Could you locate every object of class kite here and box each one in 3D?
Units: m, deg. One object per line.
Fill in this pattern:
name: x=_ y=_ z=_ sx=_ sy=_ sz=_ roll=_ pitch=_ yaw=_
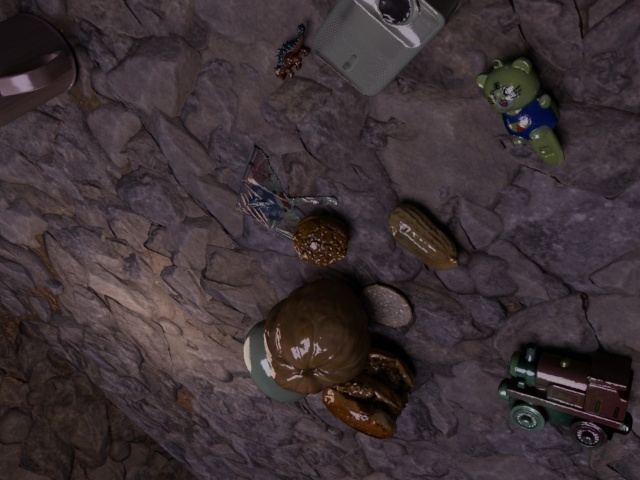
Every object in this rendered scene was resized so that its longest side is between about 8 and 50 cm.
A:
kite: x=-0.096 y=-0.094 z=1.611 sx=0.314 sy=0.011 sz=0.335 roll=-3 pitch=129 yaw=35

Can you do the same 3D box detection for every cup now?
cup: x=-0.719 y=-0.378 z=1.535 sx=0.288 sy=0.273 sz=0.208 roll=27 pitch=133 yaw=10

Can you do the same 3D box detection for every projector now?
projector: x=0.121 y=-0.379 z=1.060 sx=0.163 sy=0.177 sz=0.242 roll=39 pitch=139 yaw=-9

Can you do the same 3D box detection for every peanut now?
peanut: x=0.225 y=-0.001 z=1.438 sx=0.194 sy=0.083 sz=0.093 roll=43 pitch=139 yaw=-12

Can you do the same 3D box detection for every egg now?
egg: x=-0.115 y=0.350 z=1.916 sx=0.203 sy=0.203 sz=0.282 roll=-6 pitch=125 yaw=37

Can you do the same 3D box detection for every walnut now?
walnut: x=-0.004 y=0.243 z=1.688 sx=0.285 sy=0.285 sz=0.296 roll=28 pitch=132 yaw=6

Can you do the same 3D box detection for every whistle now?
whistle: x=0.355 y=-0.220 z=1.135 sx=0.105 sy=0.085 sz=0.227 roll=-10 pitch=125 yaw=50

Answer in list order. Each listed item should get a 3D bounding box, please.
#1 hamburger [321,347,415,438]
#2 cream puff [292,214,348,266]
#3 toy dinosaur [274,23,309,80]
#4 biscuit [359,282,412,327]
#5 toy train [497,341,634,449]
hamburger: x=0.124 y=0.407 z=1.789 sx=0.245 sy=0.211 sz=0.260 roll=21 pitch=156 yaw=8
cream puff: x=0.001 y=0.004 z=1.564 sx=0.144 sy=0.103 sz=0.126 roll=-17 pitch=129 yaw=30
toy dinosaur: x=-0.056 y=-0.365 z=1.288 sx=0.055 sy=0.049 sz=0.154 roll=37 pitch=145 yaw=0
biscuit: x=0.168 y=0.169 z=1.692 sx=0.152 sy=0.020 sz=0.152 roll=19 pitch=139 yaw=17
toy train: x=0.569 y=0.350 z=1.530 sx=0.304 sy=0.150 sz=0.221 roll=11 pitch=125 yaw=26
